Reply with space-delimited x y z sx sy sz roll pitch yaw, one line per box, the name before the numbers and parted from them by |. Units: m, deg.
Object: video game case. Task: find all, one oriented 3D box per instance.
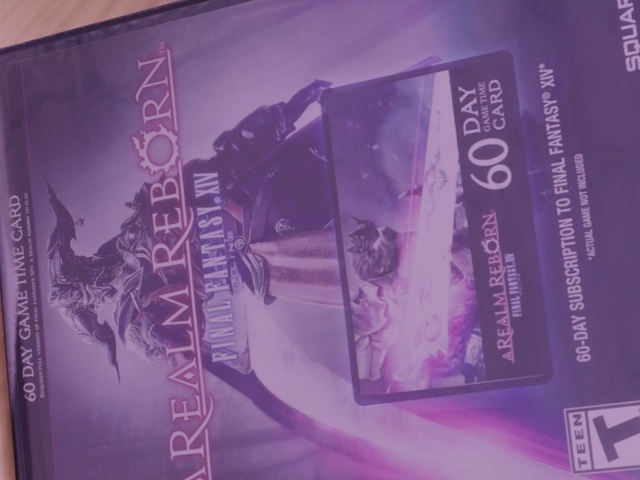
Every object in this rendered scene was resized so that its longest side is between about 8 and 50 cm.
video game case | 0.000 0.000 0.544 0.026 0.274 0.196 10 73 -64
